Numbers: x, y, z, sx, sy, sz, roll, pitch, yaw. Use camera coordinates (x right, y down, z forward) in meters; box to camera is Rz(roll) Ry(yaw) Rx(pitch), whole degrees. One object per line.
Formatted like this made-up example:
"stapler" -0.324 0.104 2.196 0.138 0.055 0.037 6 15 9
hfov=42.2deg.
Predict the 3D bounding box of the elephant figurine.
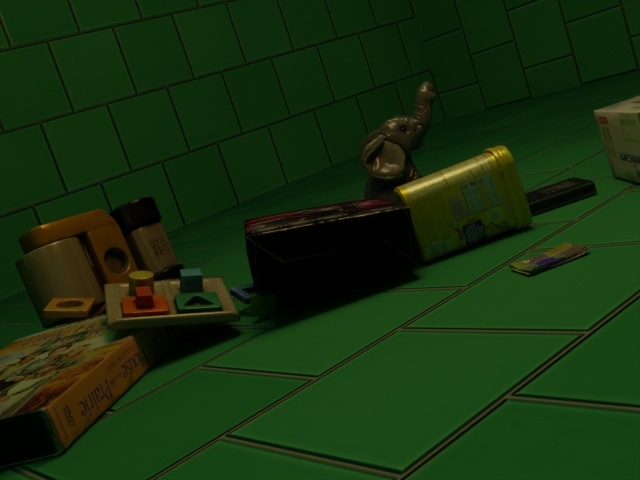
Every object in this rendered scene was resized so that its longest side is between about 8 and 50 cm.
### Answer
"elephant figurine" 0.147 -0.171 1.668 0.186 0.239 0.169 -25 11 -32

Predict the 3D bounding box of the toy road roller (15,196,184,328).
"toy road roller" -0.432 0.070 1.578 0.240 0.202 0.329 -27 -4 41

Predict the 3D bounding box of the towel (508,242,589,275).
"towel" 0.275 0.021 0.998 0.083 0.009 0.060 -20 10 -8

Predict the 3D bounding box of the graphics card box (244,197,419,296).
"graphics card box" 0.000 0.000 1.289 0.233 0.094 0.371 -10 7 -4

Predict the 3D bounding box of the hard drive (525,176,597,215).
"hard drive" 0.356 -0.067 1.317 0.135 0.022 0.094 -19 9 -1

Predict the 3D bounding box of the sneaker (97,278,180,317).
"sneaker" -0.299 0.114 1.427 0.178 0.072 0.077 -15 -3 -14

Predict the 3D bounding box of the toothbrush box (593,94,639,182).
"toothbrush box" 0.589 -0.184 1.241 0.283 0.122 0.206 -19 9 5

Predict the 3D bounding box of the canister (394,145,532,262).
"canister" 0.206 -0.052 1.210 0.170 0.126 0.073 -21 9 -4

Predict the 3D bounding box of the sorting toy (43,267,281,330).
"sorting toy" -0.222 0.078 1.208 0.347 0.047 0.196 -3 14 -16

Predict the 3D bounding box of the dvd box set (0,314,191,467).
"dvd box set" -0.386 0.195 1.121 0.307 0.062 0.420 -15 10 15
